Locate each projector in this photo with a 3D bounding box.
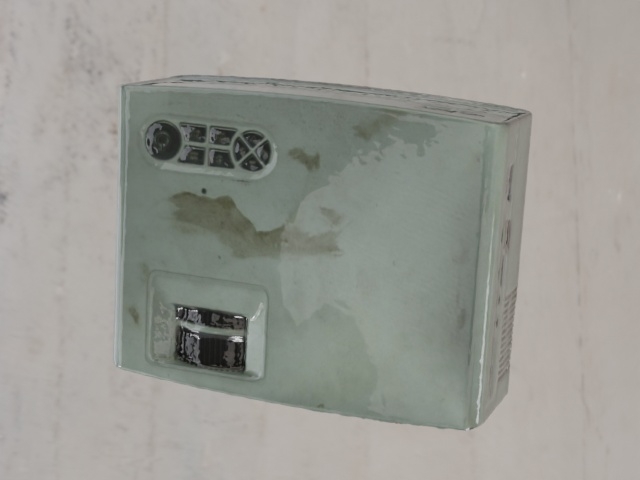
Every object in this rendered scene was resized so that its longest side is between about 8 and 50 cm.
[{"bbox_3d":[0.000,0.000,0.532,0.147,0.061,0.115,8,102,21],"label":"projector"}]
